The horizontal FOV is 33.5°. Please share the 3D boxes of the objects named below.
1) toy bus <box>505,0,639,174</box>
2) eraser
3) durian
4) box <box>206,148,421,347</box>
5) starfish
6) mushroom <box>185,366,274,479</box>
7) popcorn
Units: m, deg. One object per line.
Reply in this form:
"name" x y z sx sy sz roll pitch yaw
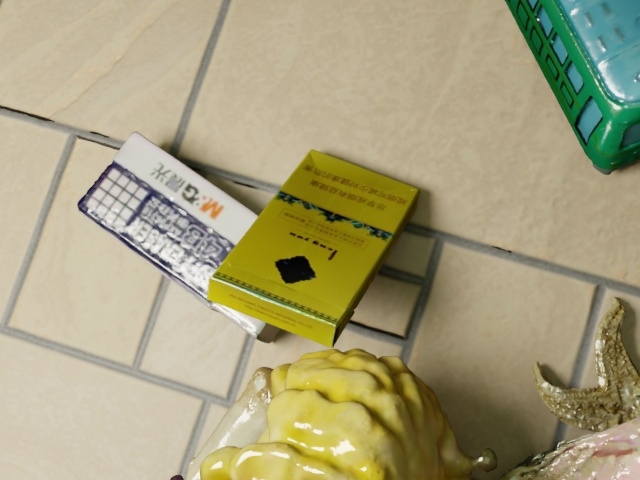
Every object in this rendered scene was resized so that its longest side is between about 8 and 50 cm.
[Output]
"toy bus" 0.337 -0.267 1.247 0.184 0.199 0.343 -26 74 4
"eraser" -0.150 -0.003 1.322 0.287 0.086 0.130 33 84 13
"durian" 0.353 0.314 1.152 0.305 0.185 0.195 -33 117 8
"box" 0.000 -0.001 1.239 0.153 0.041 0.279 22 43 12
"starfish" 0.359 0.203 1.229 0.236 0.062 0.277 10 76 5
"mushroom" -0.099 0.252 1.276 0.084 0.071 0.209 38 90 -21
"popcorn" -0.006 0.293 1.141 0.382 0.349 0.349 -12 76 28
